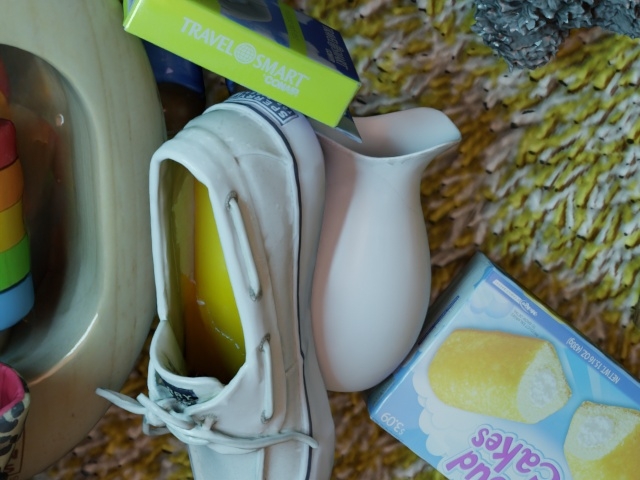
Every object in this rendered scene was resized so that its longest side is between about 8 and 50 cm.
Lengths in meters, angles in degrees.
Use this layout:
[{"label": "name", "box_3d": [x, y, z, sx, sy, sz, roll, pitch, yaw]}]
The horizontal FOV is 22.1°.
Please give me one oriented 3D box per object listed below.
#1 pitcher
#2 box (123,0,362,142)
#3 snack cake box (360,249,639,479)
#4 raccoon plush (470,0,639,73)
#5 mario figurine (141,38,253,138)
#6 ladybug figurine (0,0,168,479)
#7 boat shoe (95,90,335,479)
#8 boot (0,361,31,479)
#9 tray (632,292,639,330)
[{"label": "pitcher", "box_3d": [0.000, 0.000, 1.217, 0.178, 0.125, 0.207, 9, 114, -4]}, {"label": "box", "box_3d": [-0.047, -0.137, 1.106, 0.178, 0.109, 0.042, 24, 111, -18]}, {"label": "snack cake box", "box_3d": [0.181, 0.150, 1.283, 0.264, 0.089, 0.152, 38, 95, -8]}, {"label": "raccoon plush", "box_3d": [0.046, -0.231, 1.117, 0.446, 0.216, 0.299, -20, 101, -23]}, {"label": "mario figurine", "box_3d": [-0.107, -0.231, 1.157, 0.198, 0.170, 0.320, -25, 111, -34]}, {"label": "ladybug figurine", "box_3d": [-0.263, -0.026, 1.143, 0.305, 0.162, 0.449, -8, 116, -25]}, {"label": "boat shoe", "box_3d": [-0.078, 0.088, 1.140, 0.136, 0.156, 0.367, 24, 125, 31]}, {"label": "boot", "box_3d": [-0.221, 0.216, 1.107, 0.377, 0.138, 0.284, -1, 120, -16]}, {"label": "tray", "box_3d": [0.473, 0.020, 1.285, 0.411, 0.076, 0.202, 13, 99, -4]}]
